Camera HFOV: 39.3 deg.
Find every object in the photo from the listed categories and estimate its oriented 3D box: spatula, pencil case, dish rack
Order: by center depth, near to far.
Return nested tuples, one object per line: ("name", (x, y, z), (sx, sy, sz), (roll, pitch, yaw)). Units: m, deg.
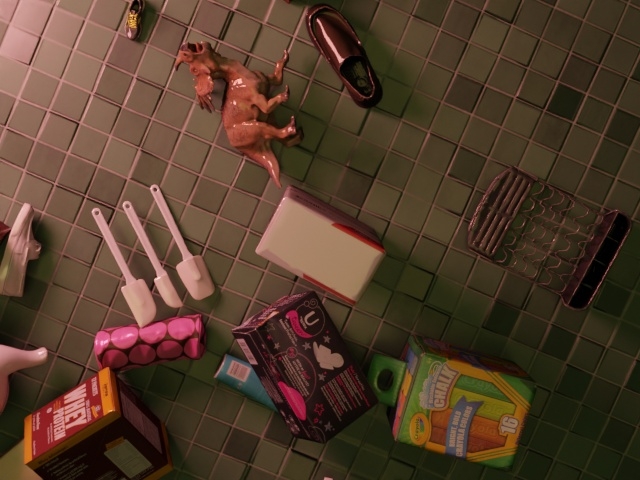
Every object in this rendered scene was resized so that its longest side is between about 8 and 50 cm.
("spatula", (-0.321, 0.023, 1.714), (0.168, 0.019, 0.242), (-26, 90, -18))
("pencil case", (-0.322, 0.204, 1.718), (0.210, 0.095, 0.098), (-9, 97, -3))
("dish rack", (0.431, -0.011, 1.727), (0.272, 0.074, 0.208), (27, 94, -4))

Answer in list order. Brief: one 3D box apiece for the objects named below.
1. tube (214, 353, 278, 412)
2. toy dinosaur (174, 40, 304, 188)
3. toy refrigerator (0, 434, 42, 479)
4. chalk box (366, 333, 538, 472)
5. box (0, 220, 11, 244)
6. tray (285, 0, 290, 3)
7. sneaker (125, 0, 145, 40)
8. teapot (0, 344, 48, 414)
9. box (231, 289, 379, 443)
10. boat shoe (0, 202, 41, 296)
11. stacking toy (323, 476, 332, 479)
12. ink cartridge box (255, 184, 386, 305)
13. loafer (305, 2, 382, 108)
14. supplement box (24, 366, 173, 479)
("tube", (-0.106, 0.289, 1.756), (0.207, 0.052, 0.080), (28, 96, -10))
("toy dinosaur", (-0.146, -0.241, 1.670), (0.201, 0.127, 0.295), (-9, 108, 7))
("toy refrigerator", (-0.626, 0.483, 1.732), (0.269, 0.102, 0.094), (-40, 95, 2))
("chalk box", (0.231, 0.295, 1.698), (0.289, 0.179, 0.180), (15, 95, -3))
("box", (-0.798, -0.050, 1.657), (0.381, 0.143, 0.191), (36, 93, -3))
("tray", (-0.019, -0.668, 1.650), (0.203, 0.076, 0.410), (36, 93, -4))
("sneaker", (-0.352, -0.419, 1.683), (0.031, 0.035, 0.083), (9, 95, -2))
("teapot", (-0.684, 0.284, 1.677), (0.256, 0.187, 0.252), (11, 75, 23))
("box", (-0.030, 0.234, 1.680), (0.142, 0.163, 0.247), (-31, 95, -23))
("boat shoe", (-0.568, 0.022, 1.709), (0.063, 0.066, 0.184), (17, 93, -17))
("stacking toy", (0.074, 0.586, 1.787), (0.167, 0.052, 0.221), (9, 96, -2))
("ink cartridge box", (0.000, 0.000, 1.618), (0.197, 0.273, 0.114), (29, 98, -4))
("loafer", (0.051, -0.351, 1.679), (0.080, 0.078, 0.220), (-36, 96, 2))
("supplement box", (-0.415, 0.380, 1.676), (0.191, 0.129, 0.194), (-32, 124, 2))
